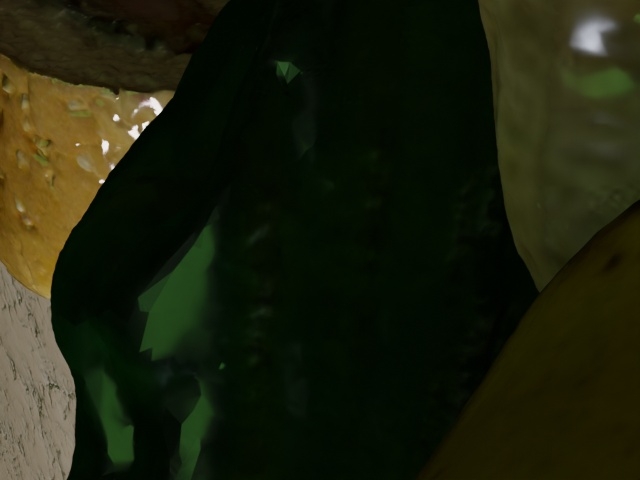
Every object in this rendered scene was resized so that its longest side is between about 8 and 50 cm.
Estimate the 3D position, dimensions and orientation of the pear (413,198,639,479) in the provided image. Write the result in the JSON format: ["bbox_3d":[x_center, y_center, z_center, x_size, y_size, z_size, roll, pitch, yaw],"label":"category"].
[{"bbox_3d":[0.149,0.190,0.441,0.362,0.362,0.418,123,146,-59],"label":"pear"}]

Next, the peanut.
[{"bbox_3d":[0.124,-0.042,0.599,0.137,0.122,0.253,1,120,17],"label":"peanut"}]

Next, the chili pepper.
[{"bbox_3d":[-0.010,-0.002,0.720,0.213,0.167,0.384,12,93,40],"label":"chili pepper"}]

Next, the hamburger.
[{"bbox_3d":[-0.134,-0.061,1.062,0.330,0.162,0.209,30,132,48],"label":"hamburger"}]
